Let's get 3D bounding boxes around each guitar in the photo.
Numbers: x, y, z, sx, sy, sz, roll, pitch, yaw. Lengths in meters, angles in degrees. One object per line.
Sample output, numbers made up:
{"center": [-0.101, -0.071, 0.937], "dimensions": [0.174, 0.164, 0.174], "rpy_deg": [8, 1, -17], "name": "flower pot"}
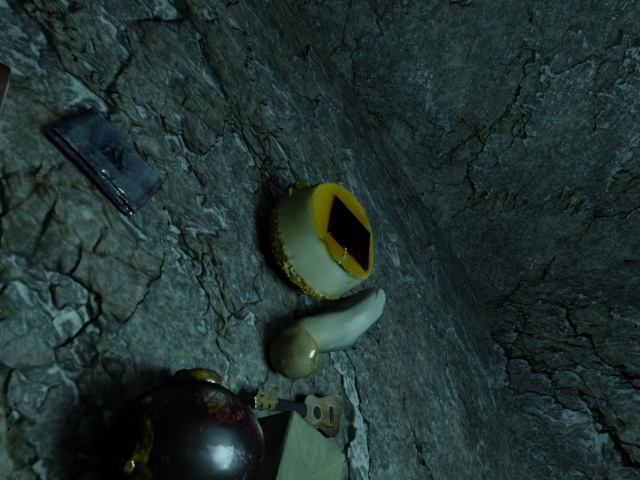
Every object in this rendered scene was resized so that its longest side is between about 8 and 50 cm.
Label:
{"center": [-0.047, 0.326, 0.797], "dimensions": [0.271, 0.038, 0.084], "rpy_deg": [37, 39, -45], "name": "guitar"}

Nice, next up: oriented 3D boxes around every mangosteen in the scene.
{"center": [-0.168, 0.247, 0.528], "dimensions": [0.192, 0.192, 0.217], "rpy_deg": [46, 13, -31], "name": "mangosteen"}

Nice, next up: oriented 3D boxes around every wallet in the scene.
{"center": [-0.338, -0.128, 0.671], "dimensions": [0.166, 0.030, 0.111], "rpy_deg": [53, 26, -25], "name": "wallet"}

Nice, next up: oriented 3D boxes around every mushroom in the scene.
{"center": [0.021, 0.187, 0.906], "dimensions": [0.122, 0.159, 0.328], "rpy_deg": [37, 24, 22], "name": "mushroom"}

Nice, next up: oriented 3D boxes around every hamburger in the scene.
{"center": [0.000, 0.000, 0.988], "dimensions": [0.276, 0.179, 0.294], "rpy_deg": [41, 40, -33], "name": "hamburger"}

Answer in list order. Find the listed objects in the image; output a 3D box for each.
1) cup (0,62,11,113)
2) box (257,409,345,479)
{"center": [-0.442, -0.139, 0.355], "dimensions": [0.279, 0.196, 0.197], "rpy_deg": [20, 51, -44], "name": "cup"}
{"center": [-0.079, 0.389, 0.582], "dimensions": [0.155, 0.148, 0.231], "rpy_deg": [52, 31, -24], "name": "box"}
